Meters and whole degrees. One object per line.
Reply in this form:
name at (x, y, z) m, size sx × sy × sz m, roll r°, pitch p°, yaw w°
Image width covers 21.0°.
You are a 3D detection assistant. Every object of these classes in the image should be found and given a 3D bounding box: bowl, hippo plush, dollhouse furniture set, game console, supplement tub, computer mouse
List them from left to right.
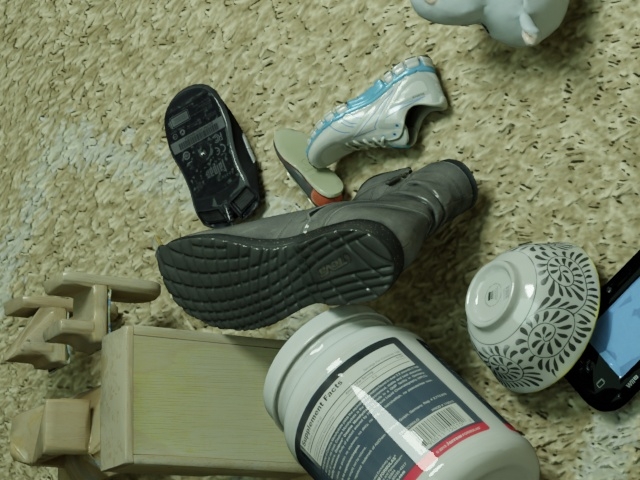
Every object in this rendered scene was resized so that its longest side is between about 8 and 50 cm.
dollhouse furniture set at (-0.203, 0.226, 2.095) m, size 0.394 × 0.256 × 0.362 m, roll -26°, pitch 61°, yaw 55°
computer mouse at (-0.146, -0.054, 2.179) m, size 0.184 × 0.060 × 0.262 m, roll -33°, pitch 71°, yaw 23°
supplement tub at (0.082, 0.212, 1.836) m, size 0.272 × 0.191 × 0.191 m, roll 44°, pitch 107°, yaw 38°
hippo plush at (0.211, -0.340, 1.900) m, size 0.234 × 0.294 × 0.236 m, roll -89°, pitch 9°, yaw -72°
bowl at (0.205, 0.069, 1.814) m, size 0.170 × 0.080 × 0.170 m, roll -34°, pitch 44°, yaw 42°
game console at (0.385, 0.035, 1.733) m, size 0.361 × 0.044 × 0.213 m, roll -49°, pitch 54°, yaw 20°

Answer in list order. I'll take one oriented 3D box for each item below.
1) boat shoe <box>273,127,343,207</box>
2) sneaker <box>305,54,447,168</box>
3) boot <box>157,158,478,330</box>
boat shoe at (-0.017, -0.084, 2.089) m, size 0.137 × 0.049 × 0.043 m, roll 50°, pitch 150°, yaw 35°
sneaker at (0.066, -0.132, 2.015) m, size 0.191 × 0.071 × 0.083 m, roll -37°, pitch 67°, yaw 21°
boot at (0.000, 0.000, 1.954) m, size 0.338 × 0.223 × 0.118 m, roll -2°, pitch 114°, yaw 34°
